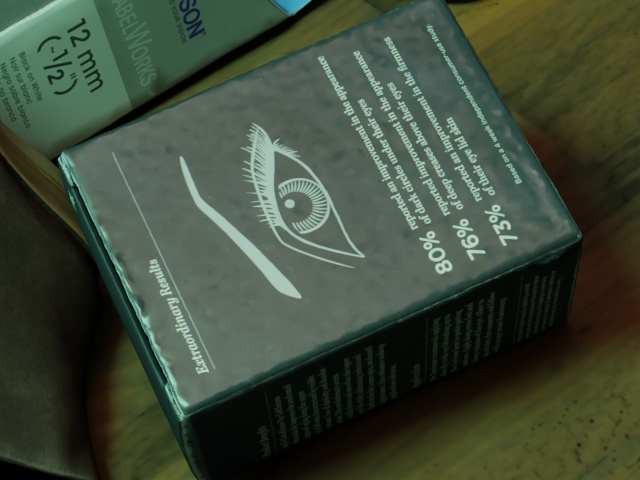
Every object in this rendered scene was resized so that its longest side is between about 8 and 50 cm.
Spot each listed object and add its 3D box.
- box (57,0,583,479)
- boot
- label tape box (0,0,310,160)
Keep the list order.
[{"bbox_3d":[0.000,0.000,0.887,0.207,0.108,0.153,-23,66,-7],"label":"box"},{"bbox_3d":[-0.196,0.003,0.873,0.090,0.248,0.207,-34,45,25],"label":"boot"},{"bbox_3d":[-0.179,-0.178,1.100,0.348,0.115,0.249,-34,51,-14],"label":"label tape box"}]
